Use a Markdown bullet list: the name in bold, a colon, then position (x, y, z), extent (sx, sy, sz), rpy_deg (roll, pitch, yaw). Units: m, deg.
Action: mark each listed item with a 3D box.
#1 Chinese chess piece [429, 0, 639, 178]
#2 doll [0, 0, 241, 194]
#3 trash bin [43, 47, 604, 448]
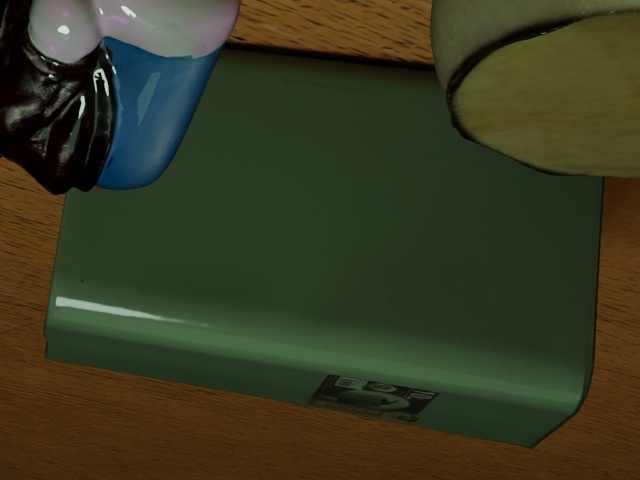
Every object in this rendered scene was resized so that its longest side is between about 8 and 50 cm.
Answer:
- **Chinese chess piece**: position (0.188, -0.116, 1.016), extent (0.257, 0.104, 0.257), rpy_deg (4, 162, 1)
- **doll**: position (-0.207, -0.128, 0.858), extent (0.310, 0.284, 0.240), rpy_deg (13, 117, -14)
- **trash bin**: position (0.000, 0.000, 1.226), extent (0.344, 0.222, 0.158), rpy_deg (7, 161, -5)
